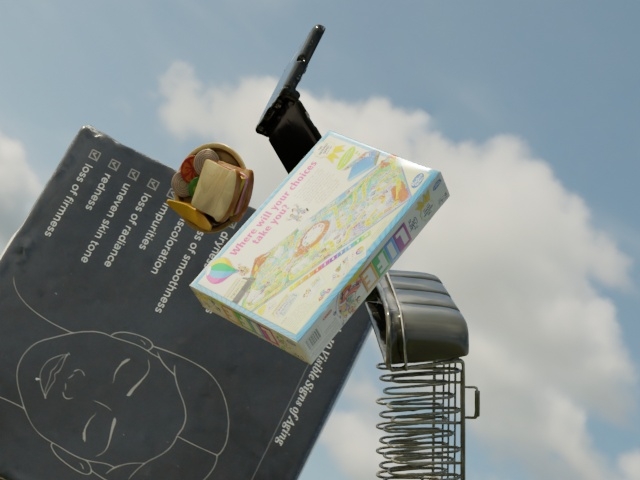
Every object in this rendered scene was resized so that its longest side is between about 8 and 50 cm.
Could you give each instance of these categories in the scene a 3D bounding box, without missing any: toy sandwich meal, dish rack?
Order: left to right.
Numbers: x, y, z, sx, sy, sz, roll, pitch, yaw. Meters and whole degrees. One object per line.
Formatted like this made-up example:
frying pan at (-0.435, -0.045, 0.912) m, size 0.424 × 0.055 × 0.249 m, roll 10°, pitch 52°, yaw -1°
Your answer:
toy sandwich meal at (-0.094, -0.044, 1.124) m, size 0.085 × 0.085 × 0.029 m, roll 24°, pitch 8°, yaw 30°
dish rack at (0.080, 0.165, 1.084) m, size 0.074 × 0.271 × 0.208 m, roll -2°, pitch 10°, yaw -1°

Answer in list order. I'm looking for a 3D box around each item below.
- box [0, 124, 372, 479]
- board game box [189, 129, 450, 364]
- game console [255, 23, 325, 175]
box at (-0.221, 0.183, 1.821) m, size 0.472 × 0.480 × 0.297 m, roll 26°, pitch -20°, yaw 4°
board game box at (0.000, 0.000, 0.896) m, size 0.103 × 0.154 × 0.026 m, roll 25°, pitch -25°, yaw 38°
game console at (-0.008, -0.109, 1.140) m, size 0.071 × 0.107 × 0.122 m, roll 28°, pitch -16°, yaw -7°
